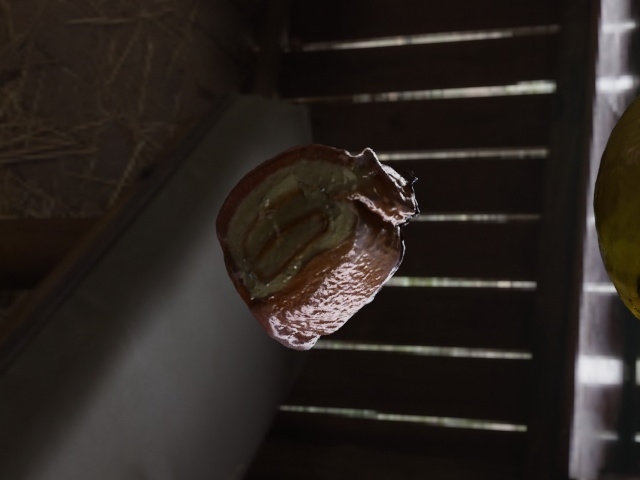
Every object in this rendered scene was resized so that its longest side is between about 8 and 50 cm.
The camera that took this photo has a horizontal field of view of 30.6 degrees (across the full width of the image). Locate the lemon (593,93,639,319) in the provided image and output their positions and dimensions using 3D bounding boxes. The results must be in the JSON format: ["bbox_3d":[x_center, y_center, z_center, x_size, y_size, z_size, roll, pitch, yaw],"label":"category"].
[{"bbox_3d":[0.313,-0.036,0.804,0.263,0.236,0.236,-61,149,-15],"label":"lemon"}]

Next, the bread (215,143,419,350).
[{"bbox_3d":[-0.005,-0.011,1.357,0.123,0.244,0.190,13,41,-56],"label":"bread"}]
